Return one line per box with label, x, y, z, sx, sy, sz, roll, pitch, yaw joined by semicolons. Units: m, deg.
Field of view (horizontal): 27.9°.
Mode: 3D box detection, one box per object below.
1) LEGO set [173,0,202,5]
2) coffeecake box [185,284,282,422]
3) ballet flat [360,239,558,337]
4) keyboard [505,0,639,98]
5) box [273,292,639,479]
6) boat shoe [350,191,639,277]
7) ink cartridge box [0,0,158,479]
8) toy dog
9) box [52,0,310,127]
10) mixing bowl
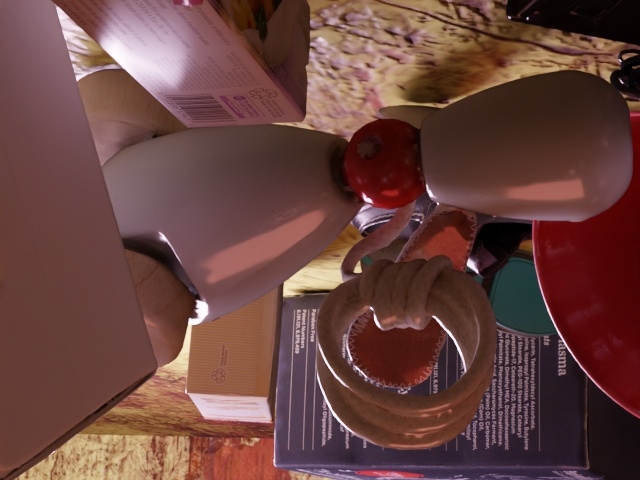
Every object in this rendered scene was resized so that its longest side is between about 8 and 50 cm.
LEGO set;0.049;-0.121;0.406;0.227;0.087;0.093;1;151;6
coffeecake box;-0.069;0.075;1.099;0.068;0.142;0.185;3;166;0
ballet flat;0.125;0.032;1.084;0.213;0.072;0.068;13;-170;-34
keyboard;0.238;-0.096;0.597;0.317;0.033;0.201;8;164;-17
box;0.162;0.168;1.356;0.312;0.179;0.343;-5;164;23
boat shoe;0.113;-0.013;0.851;0.228;0.076;0.080;-7;163;33
ink cartridge box;-0.256;-0.003;0.619;0.306;0.226;0.131;-6;-164;30
toy dog;0.000;0.000;0.700;0.334;0.220;0.161;14;160;31
box;-0.075;-0.123;0.476;0.067;0.063;0.324;-3;165;16
mixing bowl;0.217;0.006;0.710;0.098;0.181;0.181;-20;180;-33
